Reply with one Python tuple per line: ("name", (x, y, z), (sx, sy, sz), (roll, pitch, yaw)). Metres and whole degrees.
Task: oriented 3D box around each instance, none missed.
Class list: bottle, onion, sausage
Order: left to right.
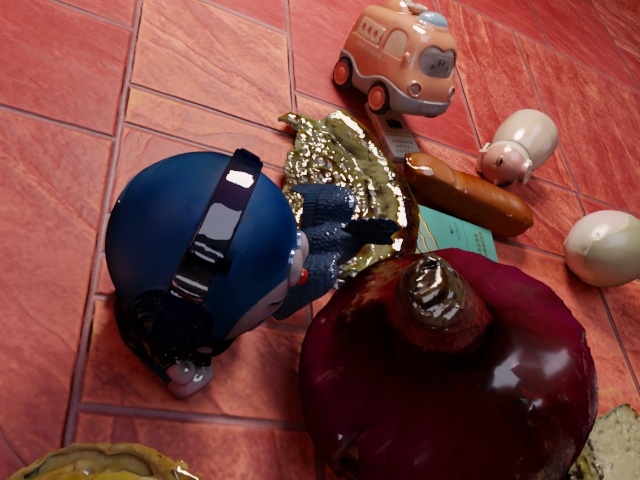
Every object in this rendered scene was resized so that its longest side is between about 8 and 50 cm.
("onion", (0.148, 0.137, 0.765), (0.398, 0.420, 0.398), (-10, 43, 10))
("sausage", (0.322, -0.096, 1.301), (0.348, 0.094, 0.097), (22, 35, -17))
("bottle", (0.482, -0.215, 1.465), (0.147, 0.147, 0.236), (45, 52, 3))

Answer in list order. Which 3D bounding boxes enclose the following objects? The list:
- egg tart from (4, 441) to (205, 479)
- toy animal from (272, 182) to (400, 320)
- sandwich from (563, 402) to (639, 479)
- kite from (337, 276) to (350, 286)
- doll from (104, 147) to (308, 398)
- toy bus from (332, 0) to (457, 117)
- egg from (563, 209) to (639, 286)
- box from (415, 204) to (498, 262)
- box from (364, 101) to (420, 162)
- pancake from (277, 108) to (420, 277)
("egg tart", (-0.215, 0.337, 0.472), (0.345, 0.132, 0.345), (-5, 67, 12))
("toy animal", (0.000, 0.000, 0.907), (0.255, 0.176, 0.239), (1, 56, 14))
("sandwich", (0.521, 0.446, 1.005), (0.325, 0.131, 0.262), (45, 46, -1))
("kite", (-0.015, 0.017, 1.044), (0.268, 0.013, 0.323), (45, 47, 5))
("doll", (-0.149, 0.031, 0.735), (0.240, 0.310, 0.284), (27, 47, -12))
("toy bus", (0.182, -0.410, 1.318), (0.194, 0.232, 0.288), (-3, 35, -39))
("egg", (0.666, 0.019, 1.377), (0.217, 0.183, 0.183), (-2, 59, -46))
("box", (0.266, 0.020, 1.210), (0.229, 0.041, 0.162), (16, 50, -24))
("box", (0.168, -0.251, 1.357), (0.090, 0.024, 0.167), (-2, 59, -34))
("pancake", (0.051, -0.101, 1.116), (0.304, 0.067, 0.427), (17, 52, -16))
